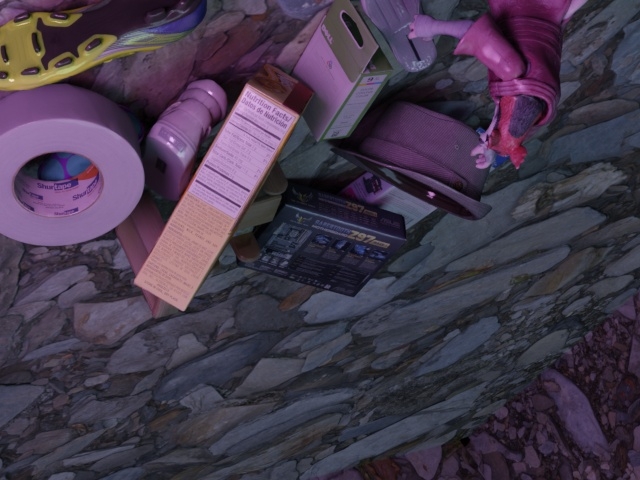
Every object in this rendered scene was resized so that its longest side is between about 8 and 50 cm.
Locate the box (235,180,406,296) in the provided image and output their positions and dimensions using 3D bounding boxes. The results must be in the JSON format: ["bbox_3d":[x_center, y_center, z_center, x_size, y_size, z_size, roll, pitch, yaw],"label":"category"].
[{"bbox_3d":[0.000,0.000,2.449,0.233,0.059,0.183,15,139,-24],"label":"box"}]

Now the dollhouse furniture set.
[{"bbox_3d":[-0.166,-0.004,2.233,0.242,0.161,0.212,-16,155,-25],"label":"dollhouse furniture set"}]

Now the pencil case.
[{"bbox_3d":[-0.308,-0.116,1.960,0.152,0.070,0.064,-38,156,25],"label":"pencil case"}]

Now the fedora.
[{"bbox_3d":[0.166,-0.137,2.305,0.275,0.244,0.124,27,87,-24],"label":"fedora"}]

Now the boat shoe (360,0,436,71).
[{"bbox_3d":[0.094,-0.320,1.964,0.083,0.075,0.226,-22,141,0],"label":"boat shoe"}]

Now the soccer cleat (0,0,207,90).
[{"bbox_3d":[-0.268,-0.234,1.728,0.289,0.093,0.121,-23,164,-9],"label":"soccer cleat"}]

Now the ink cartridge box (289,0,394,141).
[{"bbox_3d":[0.035,-0.242,2.016,0.062,0.109,0.209,-12,152,-33],"label":"ink cartridge box"}]

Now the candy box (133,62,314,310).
[{"bbox_3d":[-0.128,-0.076,1.990,0.316,0.088,0.183,-59,-177,16],"label":"candy box"}]

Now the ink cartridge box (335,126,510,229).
[{"bbox_3d":[0.171,-0.106,2.516,0.311,0.065,0.186,-33,156,20],"label":"ink cartridge box"}]

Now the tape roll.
[{"bbox_3d":[-0.338,-0.094,1.872,0.219,0.072,0.219,-9,136,-8],"label":"tape roll"}]

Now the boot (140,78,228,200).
[{"bbox_3d":[-0.185,-0.140,2.018,0.123,0.095,0.258,-51,-174,-17],"label":"boot"}]

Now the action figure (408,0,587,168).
[{"bbox_3d":[0.282,-0.250,1.931,0.276,0.370,0.248,-11,145,27],"label":"action figure"}]
